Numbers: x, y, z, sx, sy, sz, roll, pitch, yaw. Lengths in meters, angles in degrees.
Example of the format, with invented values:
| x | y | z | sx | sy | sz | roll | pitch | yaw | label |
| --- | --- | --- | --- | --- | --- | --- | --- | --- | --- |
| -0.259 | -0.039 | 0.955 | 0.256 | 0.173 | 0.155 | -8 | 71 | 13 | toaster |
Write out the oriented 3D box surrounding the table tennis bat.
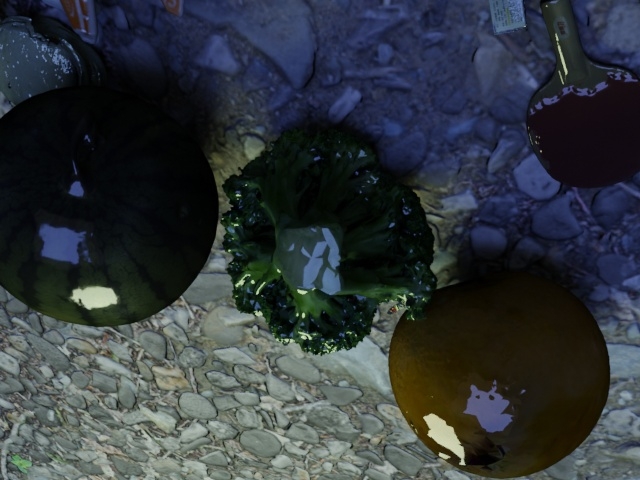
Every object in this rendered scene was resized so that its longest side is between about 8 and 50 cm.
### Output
| x | y | z | sx | sy | sz | roll | pitch | yaw | label |
| --- | --- | --- | --- | --- | --- | --- | --- | --- | --- |
| 0.278 | -0.151 | 0.727 | 0.131 | 0.022 | 0.234 | -13 | 123 | 28 | table tennis bat |

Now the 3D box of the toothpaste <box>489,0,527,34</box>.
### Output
| x | y | z | sx | sy | sz | roll | pitch | yaw | label |
| --- | --- | --- | --- | --- | --- | --- | --- | --- | --- |
| 0.167 | -0.281 | 0.642 | 0.034 | 0.046 | 0.164 | -7 | 125 | 21 | toothpaste |

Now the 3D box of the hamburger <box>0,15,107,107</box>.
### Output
| x | y | z | sx | sy | sz | roll | pitch | yaw | label |
| --- | --- | --- | --- | --- | --- | --- | --- | --- | --- |
| -0.345 | -0.211 | 0.860 | 0.140 | 0.062 | 0.133 | 40 | 128 | -11 | hamburger |

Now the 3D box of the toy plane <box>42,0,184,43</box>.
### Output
| x | y | z | sx | sy | sz | roll | pitch | yaw | label |
| --- | --- | --- | --- | --- | --- | --- | --- | --- | --- |
| -0.232 | -0.319 | 0.700 | 0.245 | 0.117 | 0.244 | 10 | 131 | 11 | toy plane |

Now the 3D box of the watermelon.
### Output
| x | y | z | sx | sy | sz | roll | pitch | yaw | label |
| --- | --- | --- | --- | --- | --- | --- | --- | --- | --- |
| -0.261 | -0.037 | 0.803 | 0.279 | 0.279 | 0.359 | 28 | 166 | -5 | watermelon |

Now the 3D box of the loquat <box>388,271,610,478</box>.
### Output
| x | y | z | sx | sy | sz | roll | pitch | yaw | label |
| --- | --- | --- | --- | --- | --- | --- | --- | --- | --- |
| 0.215 | 0.153 | 0.840 | 0.263 | 0.263 | 0.263 | 9 | 129 | 11 | loquat |

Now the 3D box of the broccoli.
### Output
| x | y | z | sx | sy | sz | roll | pitch | yaw | label |
| --- | --- | --- | --- | --- | --- | --- | --- | --- | --- |
| 0.000 | 0.000 | 0.799 | 0.261 | 0.241 | 0.269 | -7 | 100 | 12 | broccoli |

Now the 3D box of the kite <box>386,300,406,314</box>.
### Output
| x | y | z | sx | sy | sz | roll | pitch | yaw | label |
| --- | --- | --- | --- | --- | --- | --- | --- | --- | --- |
| 0.129 | 0.087 | 0.975 | 0.090 | 0.004 | 0.122 | -27 | 115 | 34 | kite |
